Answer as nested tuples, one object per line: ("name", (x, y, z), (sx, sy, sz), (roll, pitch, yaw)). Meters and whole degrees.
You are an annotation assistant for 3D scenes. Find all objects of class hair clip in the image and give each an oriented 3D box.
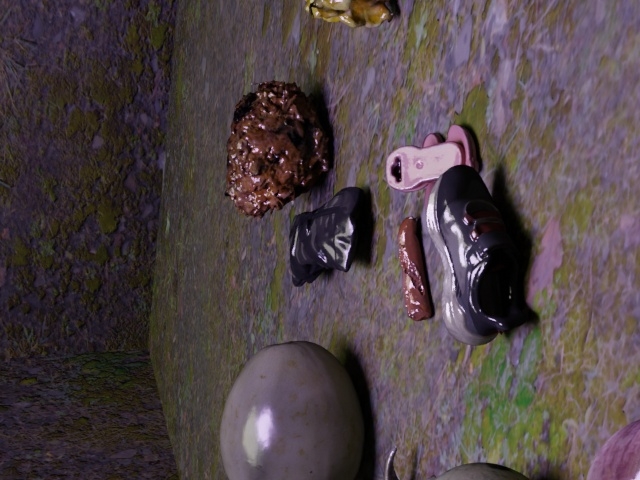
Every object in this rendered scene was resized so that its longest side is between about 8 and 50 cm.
("hair clip", (0.172, -0.100, 1.419), (0.138, 0.102, 0.123), (-15, 79, 37))

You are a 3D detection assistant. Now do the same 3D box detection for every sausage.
("sausage", (0.138, 0.041, 1.531), (0.036, 0.042, 0.157), (17, -115, -62))

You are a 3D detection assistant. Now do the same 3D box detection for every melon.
("melon", (-0.047, 0.328, 1.783), (0.272, 0.272, 0.307), (-133, 55, -62))

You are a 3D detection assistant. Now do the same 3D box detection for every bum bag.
("bum bag", (0.000, 0.000, 1.837), (0.340, 0.095, 0.144), (159, 122, -69))

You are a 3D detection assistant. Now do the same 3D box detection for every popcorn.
("popcorn", (0.032, -0.401, 1.589), (0.168, 0.174, 0.195), (-51, 49, 44))

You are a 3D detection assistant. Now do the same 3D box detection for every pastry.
("pastry", (-0.074, -0.162, 1.923), (0.275, 0.193, 0.274), (6, -90, -85))

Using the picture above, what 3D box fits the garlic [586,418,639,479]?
("garlic", (0.276, 0.269, 0.846), (0.245, 0.253, 0.245), (168, 90, -69))

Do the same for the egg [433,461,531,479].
("egg", (0.202, 0.362, 1.181), (0.228, 0.177, 0.177), (55, 145, 34))

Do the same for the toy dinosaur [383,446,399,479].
("toy dinosaur", (0.080, 0.464, 1.604), (0.077, 0.162, 0.294), (30, 126, 17))

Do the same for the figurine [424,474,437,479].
("figurine", (0.146, 0.476, 1.470), (0.141, 0.167, 0.250), (34, 108, 25))

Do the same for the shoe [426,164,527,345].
("shoe", (0.201, 0.018, 1.266), (0.112, 0.099, 0.227), (-2, 95, 64))
